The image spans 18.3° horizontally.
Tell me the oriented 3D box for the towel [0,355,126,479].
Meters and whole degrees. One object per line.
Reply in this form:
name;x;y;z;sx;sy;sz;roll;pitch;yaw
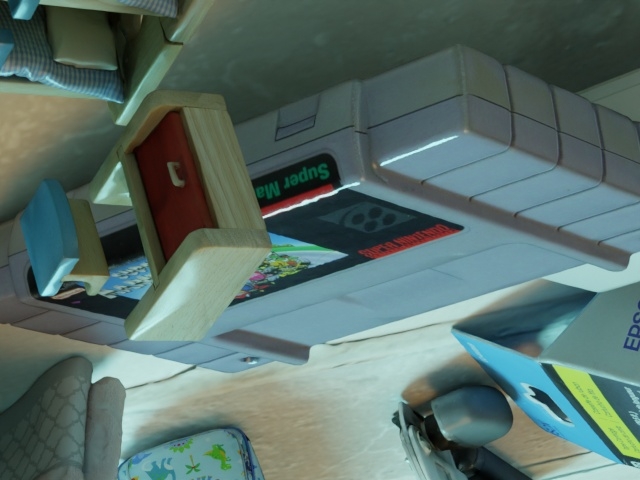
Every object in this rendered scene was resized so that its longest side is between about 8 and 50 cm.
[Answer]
towel;-0.255;0.256;1.197;0.332;0.317;0.053;-36;119;27

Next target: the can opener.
can opener;0.137;0.180;1.520;0.095;0.076;0.283;-27;151;15

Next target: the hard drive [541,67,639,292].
hard drive;0.235;-0.049;1.114;0.353;0.047;0.233;-20;156;40

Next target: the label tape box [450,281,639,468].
label tape box;0.298;0.102;1.395;0.347;0.115;0.249;15;164;29

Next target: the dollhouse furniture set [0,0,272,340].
dollhouse furniture set;-0.103;-0.069;0.845;0.129;0.184;0.129;2;144;-33

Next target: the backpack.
backpack;-0.084;0.193;1.368;0.105;0.114;0.084;-17;151;-4

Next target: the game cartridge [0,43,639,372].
game cartridge;0.000;0.000;1.050;0.355;0.068;0.230;-19;161;38
